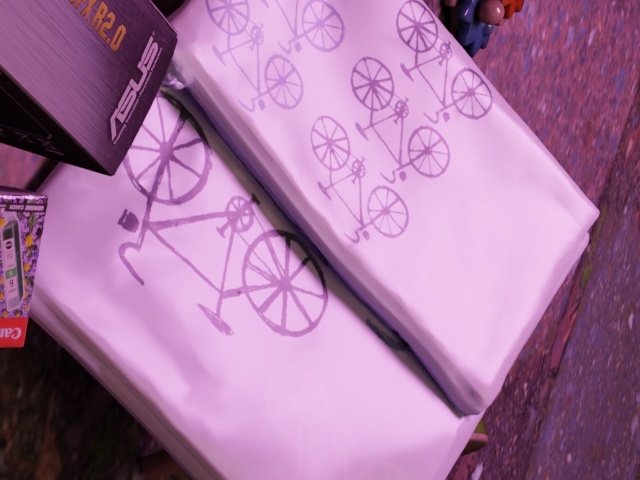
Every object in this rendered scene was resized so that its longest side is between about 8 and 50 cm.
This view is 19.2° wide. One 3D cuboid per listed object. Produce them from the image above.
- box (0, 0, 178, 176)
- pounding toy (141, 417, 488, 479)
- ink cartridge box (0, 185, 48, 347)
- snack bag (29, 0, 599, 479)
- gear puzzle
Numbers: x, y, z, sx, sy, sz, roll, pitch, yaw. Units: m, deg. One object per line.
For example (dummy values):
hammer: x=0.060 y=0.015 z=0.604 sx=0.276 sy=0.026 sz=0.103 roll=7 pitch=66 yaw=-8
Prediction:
box: x=-0.180 y=-0.105 z=0.571 sx=0.056 sy=0.231 sz=0.183 roll=-67 pitch=155 yaw=-14
pounding toy: x=0.003 y=0.095 z=1.249 sx=0.237 sy=0.183 sz=0.110 roll=20 pitch=58 yaw=-64
ink cartridge box: x=-0.171 y=0.030 z=0.916 sx=0.063 sy=0.029 sz=0.115 roll=2 pitch=100 yaw=-53
snack bag: x=0.000 y=0.000 z=1.081 sx=0.323 sy=0.037 sz=0.342 roll=49 pitch=56 yaw=-22
gear puzzle: x=0.185 y=-0.280 z=1.585 sx=0.339 sy=0.044 sz=0.175 roll=-49 pitch=145 yaw=-49
